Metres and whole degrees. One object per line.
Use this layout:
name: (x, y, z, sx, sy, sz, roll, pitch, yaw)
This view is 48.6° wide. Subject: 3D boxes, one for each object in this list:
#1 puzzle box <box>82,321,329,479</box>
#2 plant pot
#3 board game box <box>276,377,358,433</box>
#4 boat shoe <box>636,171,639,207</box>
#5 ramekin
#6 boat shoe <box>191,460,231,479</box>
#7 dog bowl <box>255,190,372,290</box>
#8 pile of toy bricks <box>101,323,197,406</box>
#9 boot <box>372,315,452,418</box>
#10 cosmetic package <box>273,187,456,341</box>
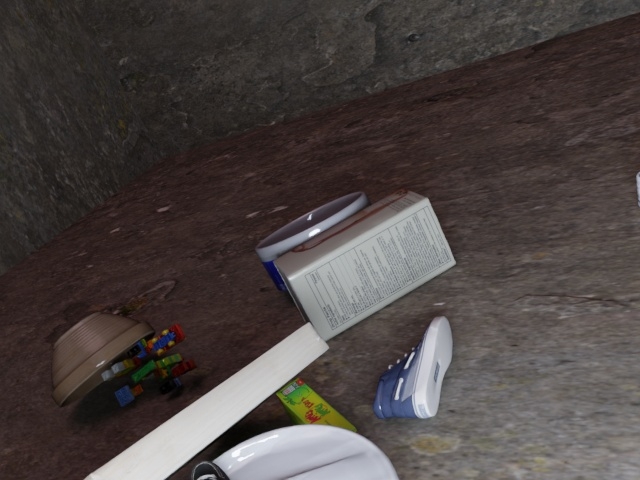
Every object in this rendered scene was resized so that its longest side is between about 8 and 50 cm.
puzzle box: (-0.183, 0.267, 0.935, 0.272, 0.052, 0.409, -44, -9, 35)
plant pot: (-0.465, 0.224, 1.457, 0.237, 0.110, 0.237, -40, -4, -4)
board game box: (0.008, 0.264, 0.967, 0.043, 0.092, 0.181, -32, 21, -16)
boat shoe: (0.613, -0.088, 1.119, 0.226, 0.076, 0.083, -8, 27, 39)
ramekin: (-0.028, 0.335, 0.749, 0.273, 0.127, 0.273, -15, 29, 8)
boat shoe: (-0.115, 0.269, 0.744, 0.046, 0.038, 0.125, -22, 28, -7)
dog bowl: (0.000, 0.000, 1.511, 0.265, 0.104, 0.265, -27, 9, 5)
pile of toy bricks: (-0.315, 0.248, 1.402, 0.212, 0.118, 0.105, -35, -12, 23)
boot: (0.136, 0.182, 1.042, 0.086, 0.069, 0.190, -11, 27, 28)
cosmetic package: (0.081, 0.041, 1.331, 0.296, 0.153, 0.129, -28, 19, -9)
